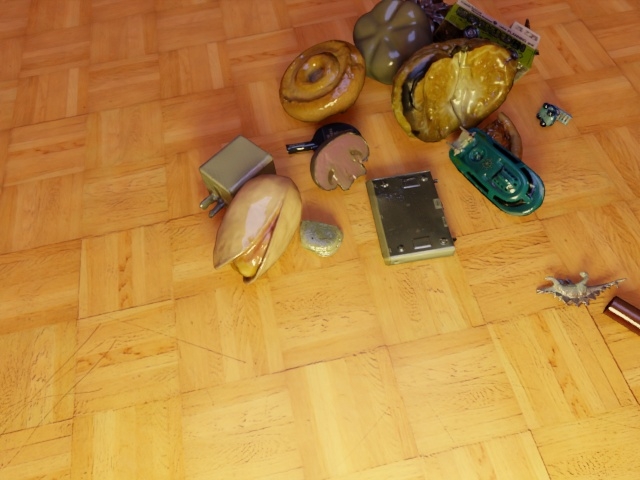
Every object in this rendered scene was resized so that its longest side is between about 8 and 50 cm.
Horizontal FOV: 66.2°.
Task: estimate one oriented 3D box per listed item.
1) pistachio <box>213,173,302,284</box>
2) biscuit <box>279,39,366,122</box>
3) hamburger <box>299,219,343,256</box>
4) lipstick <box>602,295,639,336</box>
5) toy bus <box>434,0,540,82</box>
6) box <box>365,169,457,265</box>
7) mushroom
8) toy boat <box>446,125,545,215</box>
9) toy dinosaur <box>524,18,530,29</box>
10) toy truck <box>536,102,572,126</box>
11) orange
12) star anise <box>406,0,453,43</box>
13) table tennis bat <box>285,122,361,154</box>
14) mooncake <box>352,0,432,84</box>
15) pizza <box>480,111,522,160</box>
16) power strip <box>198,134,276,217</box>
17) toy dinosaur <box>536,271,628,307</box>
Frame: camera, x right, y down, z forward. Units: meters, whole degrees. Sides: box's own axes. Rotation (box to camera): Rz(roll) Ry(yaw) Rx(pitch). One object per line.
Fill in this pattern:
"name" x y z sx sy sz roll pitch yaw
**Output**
"pistachio" -0.154 -0.036 1.266 0.188 0.187 0.299 18 70 14
"biscuit" 0.000 -0.507 1.541 0.296 0.102 0.296 -14 58 23
"hamburger" 0.000 -0.001 1.314 0.121 0.054 0.084 8 58 0
"lipstick" 0.824 0.249 1.108 0.357 0.057 0.057 35 67 21
"toy bus" 0.513 -0.618 1.504 0.302 0.113 0.139 29 77 -3
"box" 0.246 -0.069 1.341 0.211 0.045 0.270 -8 59 1
"mushroom" 0.046 -0.231 1.409 0.188 0.141 0.117 -41 34 -4
"toy boat" 0.469 -0.188 1.333 0.134 0.092 0.299 -50 59 19
"toy dinosaur" 0.531 -0.588 1.593 0.327 0.113 0.206 -7 59 2
"toy truck" 0.714 -0.380 1.493 0.090 0.056 0.073 4 53 -9
"orange" 0.368 -0.450 1.447 0.369 0.270 0.210 -19 32 -9
"star anise" 0.341 -0.762 1.705 0.332 0.117 0.331 -4 61 7
"table tennis bat" 0.012 -0.297 1.505 0.236 0.027 0.150 -10 60 -5
"mooncake" 0.226 -0.642 1.576 0.275 0.135 0.274 -4 81 29
"pizza" 0.524 -0.272 1.437 0.134 0.056 0.271 20 61 5
"power strip" -0.247 -0.161 1.372 0.139 0.140 0.224 37 68 21
"toy dinosaur" 0.641 0.120 1.204 0.209 0.039 0.082 -10 62 10
